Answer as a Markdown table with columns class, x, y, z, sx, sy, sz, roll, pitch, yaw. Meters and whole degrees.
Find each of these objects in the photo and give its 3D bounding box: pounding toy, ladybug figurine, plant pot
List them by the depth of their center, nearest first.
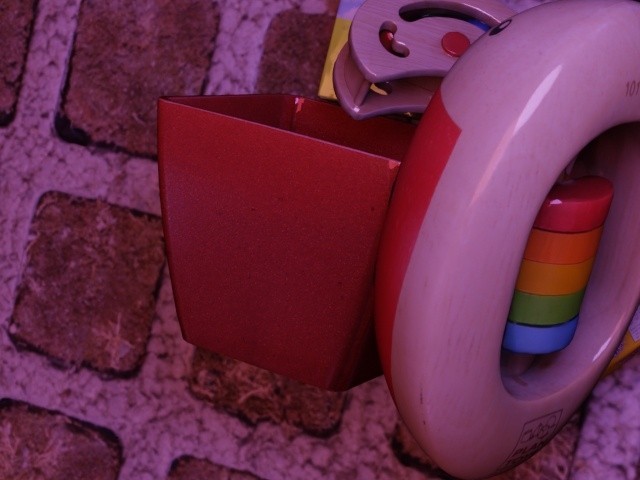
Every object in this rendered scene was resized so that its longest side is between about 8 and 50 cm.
| class | x | y | z | sx | sy | sz | roll | pitch | yaw |
| --- | --- | --- | --- | --- | --- | --- | --- | --- | --- |
| ladybug figurine | 0.162 | -0.001 | 1.226 | 0.162 | 0.305 | 0.449 | 33 | 120 | 37 |
| pounding toy | 0.108 | -0.192 | 1.362 | 0.269 | 0.155 | 0.154 | 27 | 58 | 1 |
| plant pot | 0.000 | 0.000 | 1.414 | 0.267 | 0.267 | 0.236 | 16 | 102 | 25 |

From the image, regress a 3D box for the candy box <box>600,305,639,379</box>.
| class | x | y | z | sx | sy | sz | roll | pitch | yaw |
| --- | --- | --- | --- | --- | --- | --- | --- | --- | --- |
| candy box | 0.294 | 0.040 | 1.339 | 0.206 | 0.027 | 0.105 | -45 | 61 | 43 |

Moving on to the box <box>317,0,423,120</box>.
| class | x | y | z | sx | sy | sz | roll | pitch | yaw |
| --- | --- | --- | --- | --- | --- | --- | --- | --- | --- |
| box | 0.071 | -0.222 | 1.497 | 0.109 | 0.042 | 0.178 | 14 | 91 | 18 |
